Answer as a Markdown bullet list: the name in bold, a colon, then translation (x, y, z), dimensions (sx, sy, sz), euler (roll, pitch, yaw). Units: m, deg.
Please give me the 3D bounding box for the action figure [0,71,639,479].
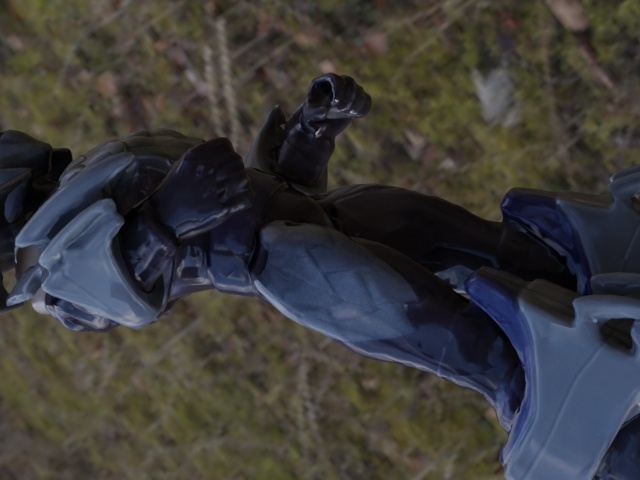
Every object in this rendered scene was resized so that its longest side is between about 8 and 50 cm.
- **action figure**: translation (0.000, 0.000, 0.481), dimensions (0.285, 0.185, 0.099), euler (14, 114, 13)
